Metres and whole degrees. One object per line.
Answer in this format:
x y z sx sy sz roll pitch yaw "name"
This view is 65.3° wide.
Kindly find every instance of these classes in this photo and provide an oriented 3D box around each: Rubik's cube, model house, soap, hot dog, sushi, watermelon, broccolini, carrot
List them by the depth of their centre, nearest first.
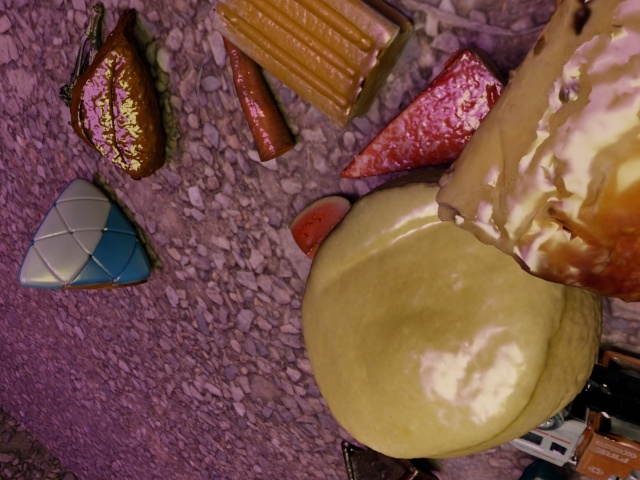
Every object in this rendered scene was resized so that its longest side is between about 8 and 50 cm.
0.317 -0.133 0.330 0.368 0.196 0.365 11 132 -11 "hot dog"
-0.018 -0.264 0.615 0.232 0.073 0.140 40 130 10 "soap"
-0.100 -0.227 0.717 0.057 0.057 0.224 -13 102 39 "carrot"
0.000 0.000 0.743 0.135 0.094 0.125 12 128 33 "watermelon"
-0.343 -0.222 0.830 0.149 0.140 0.287 -8 116 -3 "sushi"
-0.402 -0.306 0.866 0.058 0.074 0.201 52 132 22 "broccolini"
0.140 0.426 0.902 0.152 0.106 0.165 -21 139 29 "model house"
-0.501 -0.014 1.069 0.255 0.254 0.254 17 124 27 "Rubik's cube"

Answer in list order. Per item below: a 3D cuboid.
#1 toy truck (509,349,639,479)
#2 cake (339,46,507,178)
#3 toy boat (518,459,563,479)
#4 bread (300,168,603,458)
0.352 0.230 0.609 0.339 0.133 0.184 16 136 24 "toy truck"
0.136 -0.111 0.588 0.116 0.086 0.220 50 131 3 "cake"
0.315 0.392 0.711 0.096 0.061 0.299 11 142 34 "toy boat"
0.135 0.073 0.557 0.321 0.237 0.320 4 96 50 "bread"
